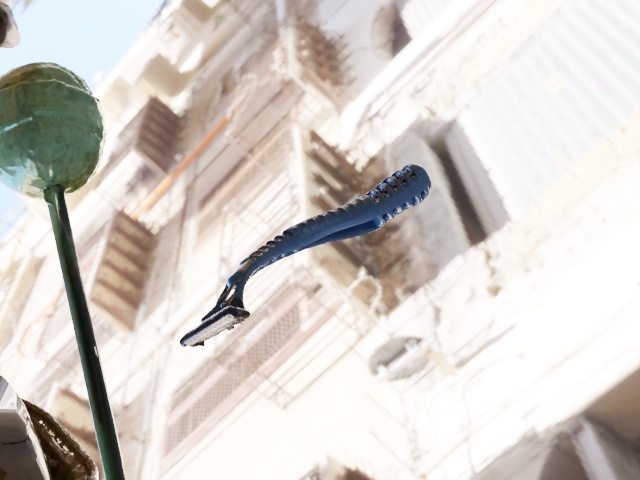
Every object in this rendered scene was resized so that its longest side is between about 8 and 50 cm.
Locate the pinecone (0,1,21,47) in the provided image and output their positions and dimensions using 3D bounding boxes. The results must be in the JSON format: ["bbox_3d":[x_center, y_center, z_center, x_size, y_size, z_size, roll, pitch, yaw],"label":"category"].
[{"bbox_3d":[-0.364,-0.148,0.516,0.384,0.384,0.384,41,-161,-17],"label":"pinecone"}]

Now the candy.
[{"bbox_3d":[-0.218,0.038,0.856,0.119,0.119,0.439,16,-127,-57],"label":"candy"}]

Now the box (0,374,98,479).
[{"bbox_3d":[-0.181,0.089,0.384,0.177,0.111,0.111,14,-145,-42],"label":"box"}]

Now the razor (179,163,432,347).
[{"bbox_3d":[0.000,0.000,0.740,0.253,0.082,0.042,-32,-91,-37],"label":"razor"}]
